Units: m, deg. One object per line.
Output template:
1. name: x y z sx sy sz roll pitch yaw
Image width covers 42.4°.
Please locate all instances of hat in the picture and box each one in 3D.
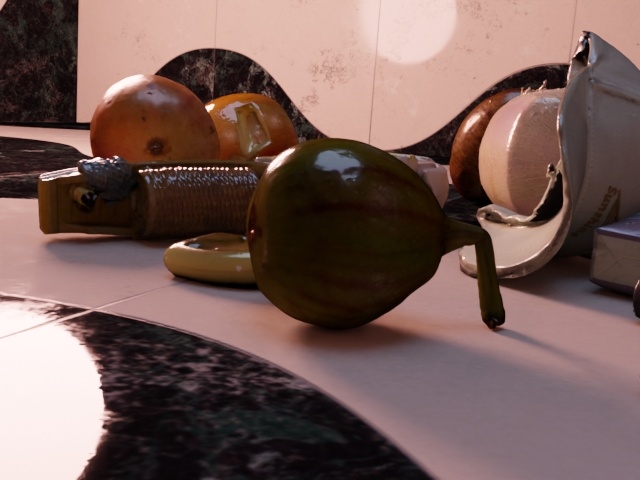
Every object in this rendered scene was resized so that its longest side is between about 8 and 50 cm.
1. hat: 0.276 -0.051 0.865 0.168 0.258 0.301 28 32 7

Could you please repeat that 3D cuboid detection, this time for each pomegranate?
1. pomegranate: -0.235 -0.143 1.175 0.191 0.191 0.191 4 10 -1

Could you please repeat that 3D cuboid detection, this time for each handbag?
1. handbag: 0.351 0.012 0.808 0.117 0.095 0.173 17 23 38

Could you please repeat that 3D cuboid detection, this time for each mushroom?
1. mushroom: 0.345 -0.138 1.415 0.267 0.267 0.255 5 43 6

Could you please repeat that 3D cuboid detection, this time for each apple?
1. apple: -0.138 -0.166 1.413 0.199 0.199 0.199 4 10 -1

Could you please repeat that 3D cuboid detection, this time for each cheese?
1. cheese: -0.054 0.022 0.717 0.162 0.036 0.086 10 13 34

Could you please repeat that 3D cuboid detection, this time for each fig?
1. fig: 0.039 -0.006 0.600 0.186 0.148 0.142 -10 -21 -2

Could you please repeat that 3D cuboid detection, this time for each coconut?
1. coconut: 0.345 -0.115 1.170 0.224 0.224 0.234 3 -2 -8

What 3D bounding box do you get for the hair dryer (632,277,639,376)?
1. hair dryer: 0.256 0.066 0.580 0.194 0.050 0.173 -6 10 -31

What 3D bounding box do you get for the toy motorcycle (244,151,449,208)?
1. toy motorcycle: 0.055 -0.074 1.133 0.340 0.108 0.223 -2 19 -27

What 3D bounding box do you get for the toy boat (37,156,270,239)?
1. toy boat: -0.155 -0.046 0.918 0.310 0.089 0.115 -3 14 -36
